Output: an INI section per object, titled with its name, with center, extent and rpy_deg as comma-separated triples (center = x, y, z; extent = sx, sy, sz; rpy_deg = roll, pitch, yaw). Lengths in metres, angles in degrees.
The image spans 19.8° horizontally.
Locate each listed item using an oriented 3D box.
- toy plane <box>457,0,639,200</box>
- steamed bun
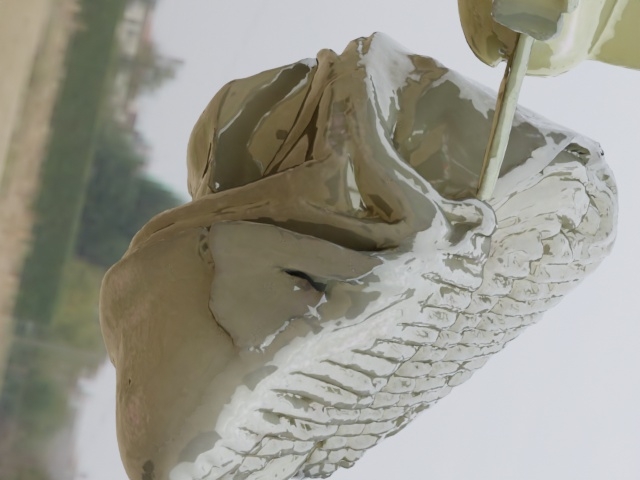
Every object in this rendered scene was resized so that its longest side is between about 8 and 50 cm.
[toy plane]
center = 0.065, -0.138, 0.398
extent = 0.229, 0.092, 0.244
rpy_deg = -65, 163, -61
[steamed bun]
center = -0.001, 0.000, 0.755
extent = 0.218, 0.144, 0.211
rpy_deg = -45, 160, 20
